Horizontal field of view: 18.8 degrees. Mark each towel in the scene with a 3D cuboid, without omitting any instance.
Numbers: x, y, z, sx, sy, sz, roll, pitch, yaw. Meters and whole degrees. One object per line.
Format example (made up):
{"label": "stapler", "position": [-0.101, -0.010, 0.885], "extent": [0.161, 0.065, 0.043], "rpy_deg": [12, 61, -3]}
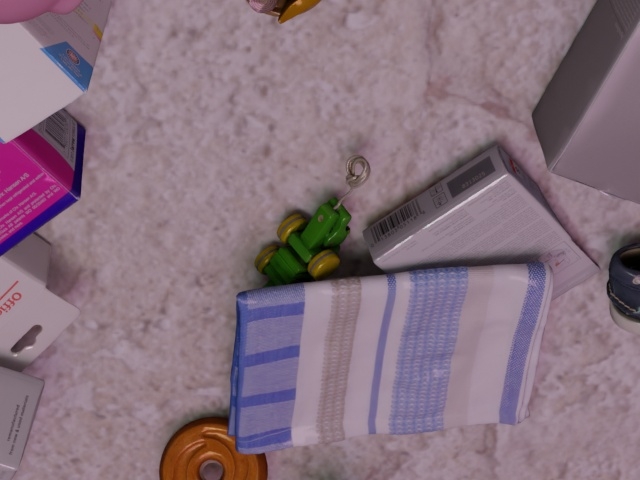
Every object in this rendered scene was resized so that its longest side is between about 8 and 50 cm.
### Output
{"label": "towel", "position": [0.062, 0.106, 1.715], "extent": [0.285, 0.034, 0.209], "rpy_deg": [-5, 136, -11]}

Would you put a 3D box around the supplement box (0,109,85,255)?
{"label": "supplement box", "position": [-0.302, -0.102, 1.537], "extent": [0.114, 0.111, 0.220], "rpy_deg": [-34, 119, 18]}

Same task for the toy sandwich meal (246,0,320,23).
{"label": "toy sandwich meal", "position": [-0.026, -0.210, 1.538], "extent": [0.086, 0.029, 0.085], "rpy_deg": [-2, 124, -4]}

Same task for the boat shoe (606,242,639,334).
{"label": "boat shoe", "position": [0.379, 0.026, 1.698], "extent": [0.255, 0.095, 0.079], "rpy_deg": [-2, 135, 7]}

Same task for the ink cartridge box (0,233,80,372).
{"label": "ink cartridge box", "position": [-0.311, 0.025, 1.648], "extent": [0.198, 0.067, 0.115], "rpy_deg": [37, 115, -24]}

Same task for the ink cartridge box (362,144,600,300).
{"label": "ink cartridge box", "position": [0.144, 0.008, 1.705], "extent": [0.145, 0.045, 0.179], "rpy_deg": [-33, 138, 15]}

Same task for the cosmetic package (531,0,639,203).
{"label": "cosmetic package", "position": [0.282, -0.150, 1.566], "extent": [0.127, 0.107, 0.238], "rpy_deg": [21, 122, -18]}

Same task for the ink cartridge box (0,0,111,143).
{"label": "ink cartridge box", "position": [-0.229, -0.164, 1.488], "extent": [0.090, 0.143, 0.092], "rpy_deg": [-30, 121, 26]}

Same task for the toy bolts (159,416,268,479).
{"label": "toy bolts", "position": [-0.055, 0.283, 1.834], "extent": [0.229, 0.158, 0.218], "rpy_deg": [5, 83, 3]}

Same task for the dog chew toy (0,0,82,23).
{"label": "dog chew toy", "position": [-0.284, -0.269, 1.277], "extent": [0.332, 0.206, 0.206], "rpy_deg": [40, 112, -17]}

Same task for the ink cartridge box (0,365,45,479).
{"label": "ink cartridge box", "position": [-0.365, 0.152, 1.666], "extent": [0.212, 0.093, 0.154], "rpy_deg": [21, 149, -13]}

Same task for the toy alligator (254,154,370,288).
{"label": "toy alligator", "position": [0.000, 0.000, 1.671], "extent": [0.051, 0.056, 0.189], "rpy_deg": [-3, 137, -54]}
